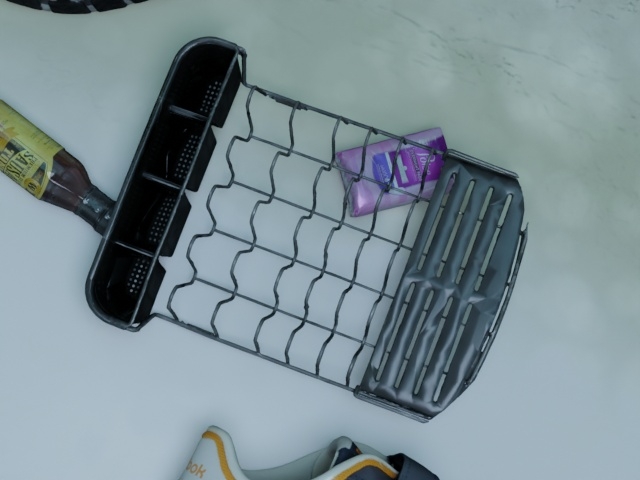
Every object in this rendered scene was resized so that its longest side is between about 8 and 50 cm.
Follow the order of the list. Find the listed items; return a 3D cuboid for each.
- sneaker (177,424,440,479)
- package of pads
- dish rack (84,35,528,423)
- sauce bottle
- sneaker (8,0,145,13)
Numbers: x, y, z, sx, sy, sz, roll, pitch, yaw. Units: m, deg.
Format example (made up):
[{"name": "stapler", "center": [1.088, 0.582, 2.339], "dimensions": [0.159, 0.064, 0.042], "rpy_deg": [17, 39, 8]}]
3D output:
[{"name": "sneaker", "center": [0.055, 0.205, 0.871], "dimensions": [0.321, 0.126, 0.127], "rpy_deg": [13, 82, -8]}, {"name": "package of pads", "center": [0.055, -0.050, 0.959], "dimensions": [0.083, 0.032, 0.050], "rpy_deg": [-14, 87, -12]}, {"name": "dish rack", "center": [0.000, 0.000, 0.896], "dimensions": [0.272, 0.074, 0.208], "rpy_deg": [20, 86, 6]}, {"name": "sauce bottle", "center": [-0.194, -0.052, 0.910], "dimensions": [0.128, 0.042, 0.042], "rpy_deg": [36, 77, -1]}, {"name": "sneaker", "center": [-0.127, -0.243, 0.932], "dimensions": [0.300, 0.111, 0.121], "rpy_deg": [-8, 73, -16]}]
